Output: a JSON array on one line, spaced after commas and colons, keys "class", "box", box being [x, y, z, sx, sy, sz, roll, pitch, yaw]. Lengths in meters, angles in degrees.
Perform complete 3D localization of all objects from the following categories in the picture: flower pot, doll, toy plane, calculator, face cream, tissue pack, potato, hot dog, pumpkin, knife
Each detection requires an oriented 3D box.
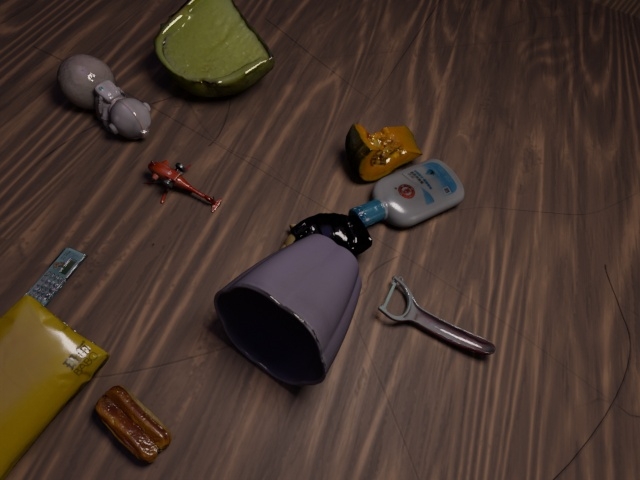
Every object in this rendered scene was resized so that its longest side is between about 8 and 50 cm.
[{"class": "flower pot", "box": [-0.039, 0.123, 0.871, 0.265, 0.265, 0.243, 36, 50, 11]}, {"class": "doll", "box": [-0.568, -0.378, 1.126, 0.287, 0.151, 0.151, 39, 61, 9]}, {"class": "toy plane", "box": [-0.354, -0.136, 1.063, 0.126, 0.077, 0.194, -40, 82, -18]}, {"class": "calculator", "box": [-0.590, 0.088, 0.918, 0.057, 0.018, 0.172, 24, 57, 3]}, {"class": "face cream", "box": [0.229, -0.116, 1.146, 0.336, 0.080, 0.163, -23, 67, -22]}, {"class": "tissue pack", "box": [-0.539, 0.255, 0.731, 0.192, 0.134, 0.271, 40, 59, -11]}, {"class": "potato", "box": [-0.318, -0.540, 1.251, 0.280, 0.213, 0.330, -34, 79, -7]}, {"class": "hot dog", "box": [-0.357, 0.343, 0.792, 0.165, 0.045, 0.071, 37, 62, 12]}, {"class": "pumpkin", "box": [0.168, -0.252, 1.202, 0.248, 0.126, 0.131, -7, 51, -35]}, {"class": "knife", "box": [0.276, 0.190, 0.992, 0.278, 0.053, 0.123, 29, 55, 6]}]

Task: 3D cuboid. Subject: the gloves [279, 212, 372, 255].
[{"class": "gloves", "box": [0.000, 0.000, 1.026, 0.203, 0.124, 0.164, -15, 45, -27]}]
